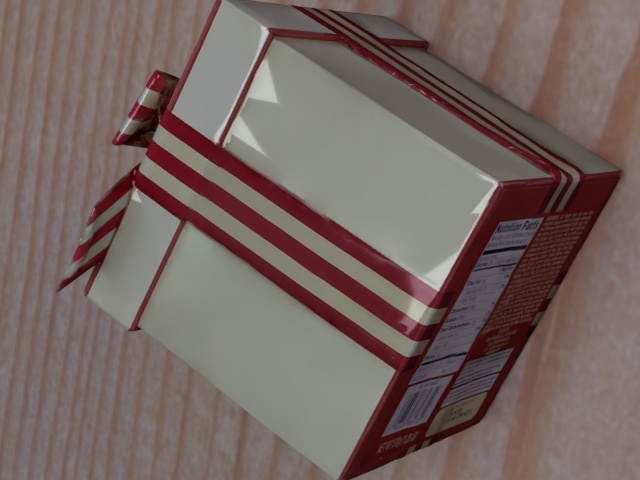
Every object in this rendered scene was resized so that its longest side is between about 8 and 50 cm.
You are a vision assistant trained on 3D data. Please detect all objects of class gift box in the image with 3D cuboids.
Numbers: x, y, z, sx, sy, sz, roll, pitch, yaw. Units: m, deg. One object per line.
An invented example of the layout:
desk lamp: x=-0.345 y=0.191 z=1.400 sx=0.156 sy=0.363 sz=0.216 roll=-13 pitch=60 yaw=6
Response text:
gift box: x=0.000 y=0.000 z=1.029 sx=0.258 sy=0.255 sz=0.276 roll=36 pitch=106 yaw=23
